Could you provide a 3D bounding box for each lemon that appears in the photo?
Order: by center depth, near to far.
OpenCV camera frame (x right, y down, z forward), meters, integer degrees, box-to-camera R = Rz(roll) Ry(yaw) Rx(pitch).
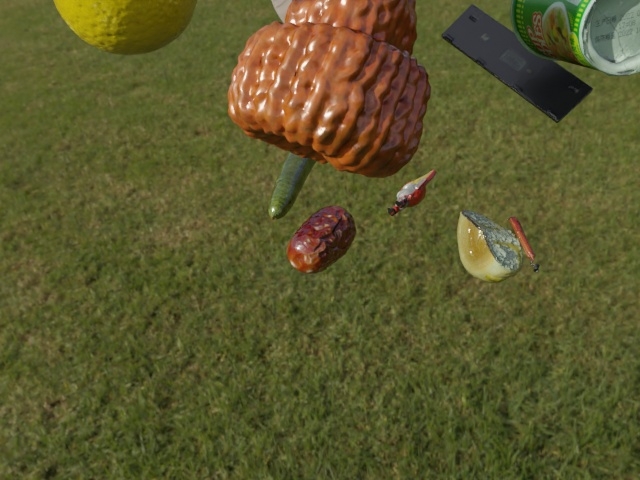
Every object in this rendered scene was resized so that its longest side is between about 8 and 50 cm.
[{"bbox_3d":[-0.406,-0.548,1.276,0.336,0.336,0.336,-5,33,3],"label":"lemon"}]

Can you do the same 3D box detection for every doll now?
[{"bbox_3d":[0.214,-0.104,1.488,0.057,0.109,0.169,41,39,1],"label":"doll"}]

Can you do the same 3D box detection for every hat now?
[{"bbox_3d":[0.061,-0.291,0.863,0.285,0.400,0.285,24,9,-4],"label":"hat"}]

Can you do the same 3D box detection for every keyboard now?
[{"bbox_3d":[0.388,-0.358,1.251,0.106,0.027,0.317,-43,66,1],"label":"keyboard"}]

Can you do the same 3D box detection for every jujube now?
[{"bbox_3d":[0.000,0.000,1.263,0.109,0.112,0.176,4,29,35],"label":"jujube"}]

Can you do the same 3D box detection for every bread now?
[{"bbox_3d":[0.286,0.021,1.075,0.083,0.094,0.157,14,19,-27],"label":"bread"}]

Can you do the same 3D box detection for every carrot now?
[{"bbox_3d":[-0.056,-0.156,1.424,0.074,0.074,0.358,3,40,16],"label":"carrot"}]

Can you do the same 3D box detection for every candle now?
[{"bbox_3d":[0.500,0.008,1.522,0.026,0.021,0.167,11,46,-28],"label":"candle"}]

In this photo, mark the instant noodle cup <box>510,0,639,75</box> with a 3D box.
[{"bbox_3d":[0.444,-0.369,1.006,0.207,0.207,0.232,-7,28,0],"label":"instant noodle cup"}]

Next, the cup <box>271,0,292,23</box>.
[{"bbox_3d":[0.031,-0.507,1.090,0.208,0.288,0.273,-18,11,-16],"label":"cup"}]
